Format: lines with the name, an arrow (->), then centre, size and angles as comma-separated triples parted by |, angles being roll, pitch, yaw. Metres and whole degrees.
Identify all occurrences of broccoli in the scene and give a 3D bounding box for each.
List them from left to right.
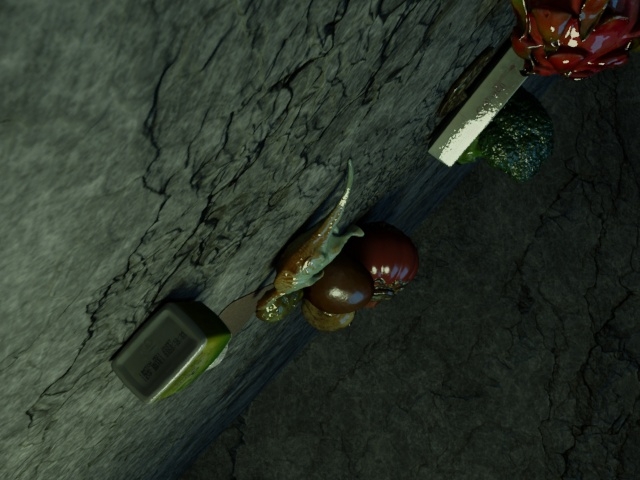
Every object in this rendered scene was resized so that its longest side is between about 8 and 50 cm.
broccoli -> 0.513, -0.299, 1.953 | 0.297, 0.297, 0.297 | -9, -155, 50

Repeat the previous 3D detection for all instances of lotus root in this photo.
lotus root -> 0.025, 0.188, 1.973 | 0.257, 0.154, 0.140 | -5, 116, -87

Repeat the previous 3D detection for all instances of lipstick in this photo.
lipstick -> 0.388, -0.336, 1.599 | 0.371, 0.076, 0.080 | -53, -173, 29

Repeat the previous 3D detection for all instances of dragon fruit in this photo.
dragon fruit -> 0.412, -0.380, 1.098 | 0.227, 0.243, 0.307 | -10, -173, 18

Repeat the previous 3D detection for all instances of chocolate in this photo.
chocolate -> 0.044, 0.095, 1.613 | 0.177, 0.177, 0.177 | -45, 171, -10

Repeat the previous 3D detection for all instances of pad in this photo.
pad -> -0.181, 0.165, 1.427 | 0.176, 0.002, 0.266 | -50, 170, 17

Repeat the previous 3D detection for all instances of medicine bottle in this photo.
medicine bottle -> -0.206, 0.158, 1.028 | 0.132, 0.088, 0.188 | -48, 170, 4

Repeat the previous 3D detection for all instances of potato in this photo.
potato -> -0.081, 0.142, 1.621 | 0.119, 0.054, 0.198 | -52, 171, 9

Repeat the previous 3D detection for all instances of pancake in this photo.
pancake -> 0.316, -0.339, 1.493 | 0.190, 0.020, 0.184 | -51, 169, 32

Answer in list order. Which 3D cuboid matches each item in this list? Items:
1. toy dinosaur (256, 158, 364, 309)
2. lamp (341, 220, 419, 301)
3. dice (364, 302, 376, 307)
toy dinosaur -> 0.000, 0.000, 1.319 | 0.205, 0.092, 0.393 | -33, 166, -39
lamp -> 0.142, 0.050, 1.799 | 0.227, 0.227, 0.227 | -45, 171, -10
dice -> 0.156, 0.080, 2.052 | 0.175, 0.174, 0.179 | -39, 169, -31
